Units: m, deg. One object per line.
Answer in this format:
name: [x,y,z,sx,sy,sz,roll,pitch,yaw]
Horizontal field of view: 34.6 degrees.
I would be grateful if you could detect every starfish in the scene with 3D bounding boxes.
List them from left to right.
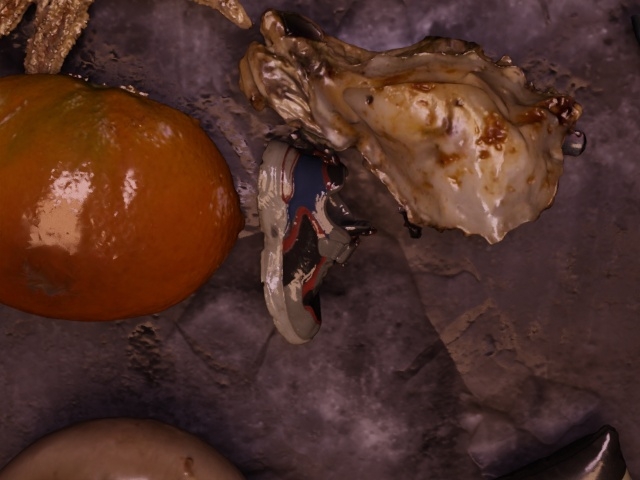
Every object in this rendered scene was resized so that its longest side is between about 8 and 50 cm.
starfish: [-0.264,-0.253,1.024,0.293,0.084,0.301,-35,105,16]

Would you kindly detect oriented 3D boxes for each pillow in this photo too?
pillow: [0.317,0.347,1.235,0.186,0.106,0.250,-28,113,12]

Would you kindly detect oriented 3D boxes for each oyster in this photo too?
oyster: [0.078,-0.113,1.010,0.337,0.133,0.198,16,106,-6]

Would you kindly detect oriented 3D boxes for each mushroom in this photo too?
mushroom: [-0.228,0.383,1.155,0.362,0.294,0.362,1,112,2]

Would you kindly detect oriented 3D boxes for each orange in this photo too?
orange: [-0.260,-0.039,1.080,0.310,0.274,0.274,34,110,16]

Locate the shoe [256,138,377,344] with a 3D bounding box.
shoe: [0.000,0.000,1.107,0.125,0.099,0.227,-4,107,5]

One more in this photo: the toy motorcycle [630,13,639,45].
toy motorcycle: [0.416,-0.240,1.007,0.169,0.113,0.315,30,100,0]

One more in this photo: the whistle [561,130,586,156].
whistle: [0.195,-0.112,1.098,0.176,0.033,0.033,5,111,-1]
